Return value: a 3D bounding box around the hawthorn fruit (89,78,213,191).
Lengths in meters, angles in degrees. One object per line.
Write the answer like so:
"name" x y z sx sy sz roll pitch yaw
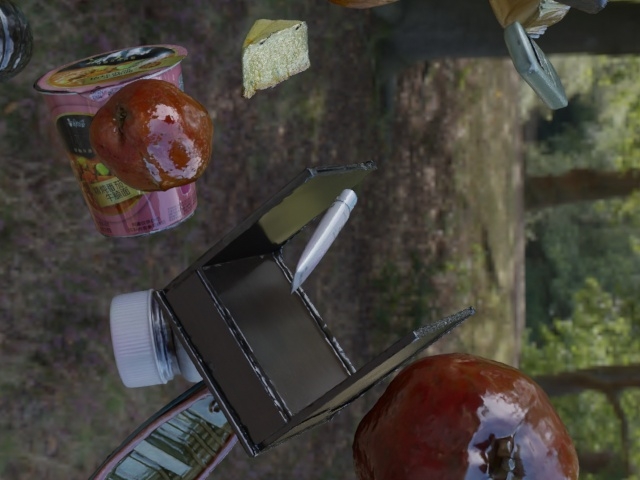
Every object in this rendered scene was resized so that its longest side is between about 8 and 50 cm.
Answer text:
"hawthorn fruit" -0.172 -0.106 1.141 0.128 0.128 0.128 -1 90 -76

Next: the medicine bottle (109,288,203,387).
"medicine bottle" -0.182 0.140 1.786 0.165 0.274 0.165 170 -90 -88

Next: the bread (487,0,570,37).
"bread" 0.340 -0.476 1.928 0.136 0.107 0.241 -42 -113 55

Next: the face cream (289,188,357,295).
"face cream" 0.000 0.000 1.026 0.115 0.020 0.038 -56 170 -31

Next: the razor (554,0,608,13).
"razor" 0.162 -0.347 1.201 0.107 0.327 0.189 104 2 -46

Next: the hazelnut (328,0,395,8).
"hazelnut" 0.046 -0.265 0.939 0.150 0.150 0.150 -1 90 -76

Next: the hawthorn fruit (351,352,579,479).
"hawthorn fruit" 0.140 0.207 1.034 0.250 0.215 0.215 135 -40 -70

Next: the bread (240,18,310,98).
"bread" -0.062 -0.244 1.511 0.109 0.080 0.084 -74 167 -52

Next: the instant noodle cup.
"instant noodle cup" -0.291 -0.148 1.728 0.244 0.244 0.255 -63 145 -63

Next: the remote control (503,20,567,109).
"remote control" 0.338 -0.269 1.767 0.309 0.038 0.090 15 56 -68

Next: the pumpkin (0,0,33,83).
"pumpkin" -0.672 -0.399 2.119 0.248 0.248 0.247 -1 90 -76

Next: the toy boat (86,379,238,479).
"toy boat" -0.254 0.329 1.525 0.136 0.392 0.079 40 10 -35

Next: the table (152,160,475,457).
"table" -0.008 0.081 1.428 0.250 0.282 0.196 58 28 13
